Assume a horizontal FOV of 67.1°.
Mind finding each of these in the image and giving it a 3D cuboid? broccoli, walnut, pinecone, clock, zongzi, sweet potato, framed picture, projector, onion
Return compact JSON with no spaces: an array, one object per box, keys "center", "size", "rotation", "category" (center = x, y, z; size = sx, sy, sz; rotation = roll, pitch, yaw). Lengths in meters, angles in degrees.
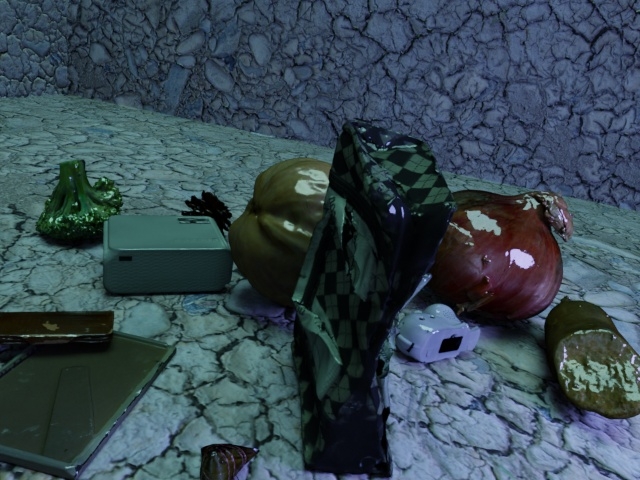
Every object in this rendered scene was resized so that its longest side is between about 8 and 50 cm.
[{"center":[-0.566,-0.101,1.142],"size":[0.194,0.194,0.220],"rotation":[19,28,22],"category":"broccoli"},{"center":[-0.002,-0.001,0.999],"size":[0.344,0.306,0.306],"rotation":[27,12,-26],"category":"walnut"},{"center":[-0.301,-0.057,1.256],"size":[0.140,0.140,0.120],"rotation":[21,56,26],"category":"pinecone"},{"center":[0.213,0.174,0.955],"size":[0.176,0.080,0.117],"rotation":[-1,24,-31],"category":"clock"},{"center":[-0.110,0.268,0.590],"size":[0.074,0.067,0.083],"rotation":[-1,5,-12],"category":"zongzi"},{"center":[0.515,0.208,0.939],"size":[0.158,0.157,0.370],"rotation":[17,14,16],"category":"sweet potato"},{"center":[-0.356,0.202,0.686],"size":[0.209,0.019,0.281],"rotation":[13,21,6],"category":"framed picture"},{"center":[-0.333,0.026,1.043],"size":[0.251,0.108,0.198],"rotation":[-1,24,-24],"category":"projector"},{"center":[0.378,0.036,1.112],"size":[0.354,0.353,0.353],"rotation":[9,20,-3],"category":"onion"}]

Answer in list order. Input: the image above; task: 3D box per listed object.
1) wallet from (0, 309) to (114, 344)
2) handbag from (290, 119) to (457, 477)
[{"center":[-0.421,0.137,0.761],"size":[0.176,0.026,0.095],"rotation":[4,14,-24],"category":"wallet"},{"center":[0.058,0.072,0.667],"size":[0.180,0.416,0.316],"rotation":[10,22,-6],"category":"handbag"}]
